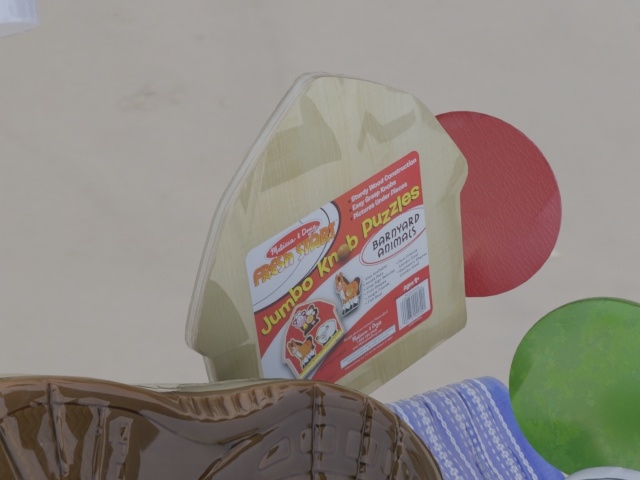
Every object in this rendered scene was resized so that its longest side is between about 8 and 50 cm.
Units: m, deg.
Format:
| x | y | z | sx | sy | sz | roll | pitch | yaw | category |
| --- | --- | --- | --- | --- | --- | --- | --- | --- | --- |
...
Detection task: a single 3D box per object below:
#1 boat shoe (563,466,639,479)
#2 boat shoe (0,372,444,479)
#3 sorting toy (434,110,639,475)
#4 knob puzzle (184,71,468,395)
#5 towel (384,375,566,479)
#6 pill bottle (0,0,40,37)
| x | y | z | sx | sy | sz | roll | pitch | yaw | category |
| --- | --- | --- | --- | --- | --- | --- | --- | --- | --- |
| 0.194 | 0.167 | 1.136 | 0.040 | 0.142 | 0.049 | -38 | 125 | -45 | boat shoe |
| -0.076 | 0.117 | 0.870 | 0.342 | 0.123 | 0.123 | 12 | 82 | -48 | boat shoe |
| 0.183 | 0.059 | 1.271 | 0.365 | 0.127 | 0.126 | 53 | 26 | -4 | sorting toy |
| 0.000 | 0.000 | 0.976 | 0.213 | 0.030 | 0.213 | -24 | 126 | -38 | knob puzzle |
| 0.141 | 0.203 | 1.330 | 0.243 | 0.040 | 0.336 | 58 | 15 | 9 | towel |
| -0.207 | -0.198 | 1.126 | 0.087 | 0.087 | 0.160 | -8 | 89 | -35 | pill bottle |
